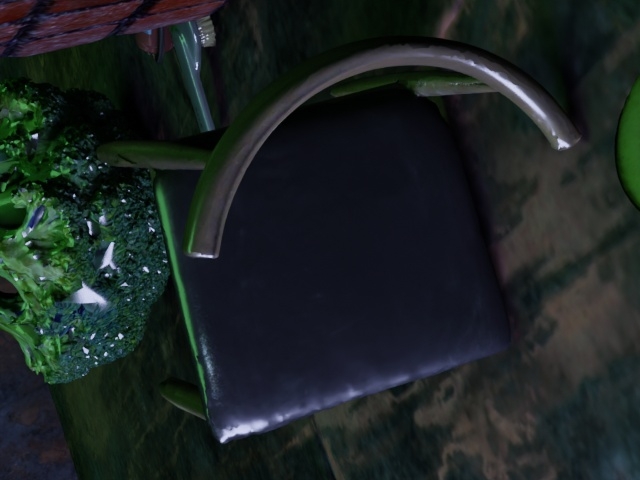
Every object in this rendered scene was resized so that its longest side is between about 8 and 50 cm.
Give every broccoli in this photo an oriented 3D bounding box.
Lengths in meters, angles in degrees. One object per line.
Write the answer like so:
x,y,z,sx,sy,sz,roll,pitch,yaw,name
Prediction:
-0.259,-0.008,1.213,0.265,0.245,0.294,110,168,-85,broccoli

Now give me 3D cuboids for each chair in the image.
0.000,0.000,0.635,0.272,0.188,0.166,175,79,-72,chair

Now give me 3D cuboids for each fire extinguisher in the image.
-0.135,-0.196,1.030,0.132,0.039,0.056,101,156,-50,fire extinguisher

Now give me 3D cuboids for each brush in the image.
-0.082,-0.076,1.011,0.062,0.027,0.266,25,132,64,brush

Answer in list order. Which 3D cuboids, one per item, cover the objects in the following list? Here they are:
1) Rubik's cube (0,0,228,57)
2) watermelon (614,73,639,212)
-0.215,-0.291,0.735,0.344,0.344,0.337,-4,102,67,Rubik's cube
0.162,-0.015,0.410,0.069,0.087,0.163,43,178,-30,watermelon
